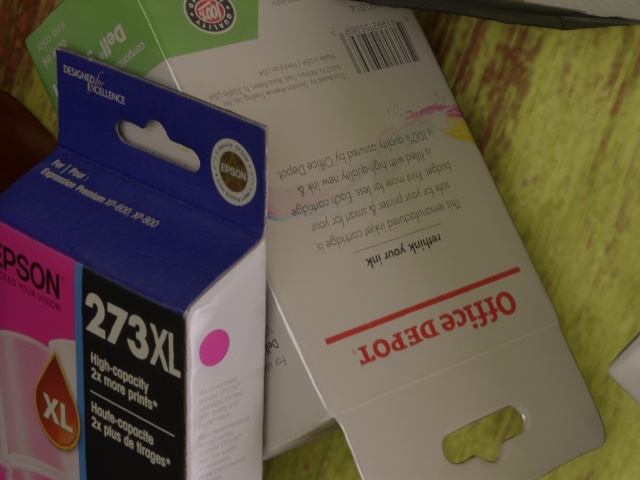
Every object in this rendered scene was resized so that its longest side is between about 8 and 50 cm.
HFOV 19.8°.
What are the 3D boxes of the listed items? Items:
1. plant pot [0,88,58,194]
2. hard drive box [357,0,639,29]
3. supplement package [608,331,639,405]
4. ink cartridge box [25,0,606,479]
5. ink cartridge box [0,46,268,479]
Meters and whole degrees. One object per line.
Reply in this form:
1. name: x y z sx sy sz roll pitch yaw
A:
1. plant pot: -0.292 -0.013 1.123 0.272 0.265 0.272 0 89 15
2. hard drive box: 0.105 -0.247 1.056 0.089 0.181 0.232 5 92 60
3. supplement package: 0.325 0.023 0.996 0.177 0.175 0.293 45 101 10
4. ink cartridge box: 0.000 0.000 1.061 0.119 0.207 0.353 -33 79 46
5. ink cartridge box: -0.108 0.093 1.014 0.176 0.069 0.371 23 119 40
